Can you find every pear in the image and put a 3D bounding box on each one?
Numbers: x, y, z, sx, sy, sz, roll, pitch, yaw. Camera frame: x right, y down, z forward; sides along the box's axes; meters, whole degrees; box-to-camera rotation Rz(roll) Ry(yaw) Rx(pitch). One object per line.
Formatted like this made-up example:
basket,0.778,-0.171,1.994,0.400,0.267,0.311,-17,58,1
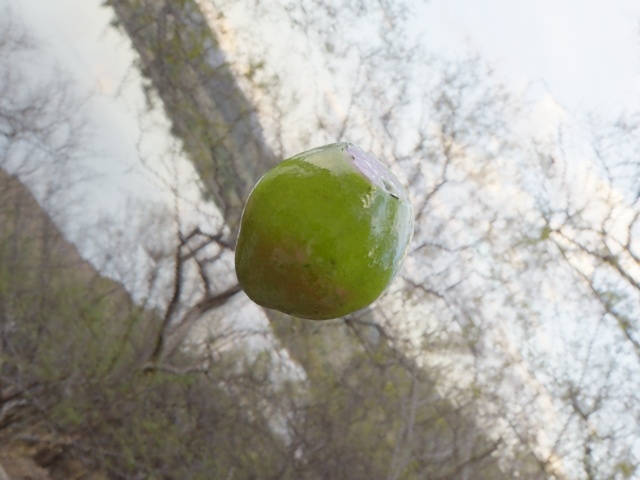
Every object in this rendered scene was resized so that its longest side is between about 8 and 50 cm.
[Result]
pear,0.000,0.000,1.080,0.187,0.219,0.187,34,20,-15
